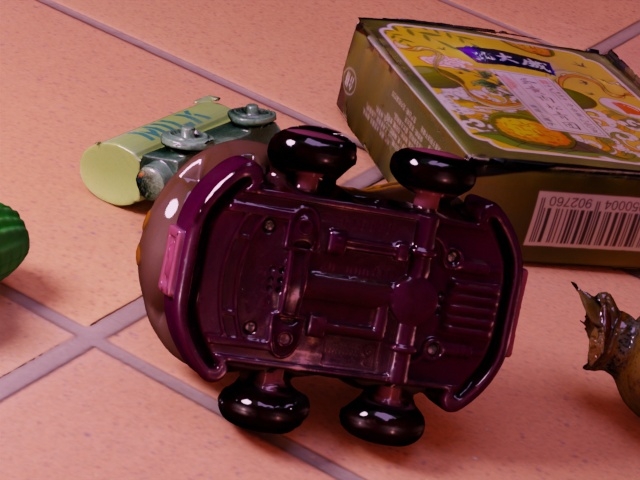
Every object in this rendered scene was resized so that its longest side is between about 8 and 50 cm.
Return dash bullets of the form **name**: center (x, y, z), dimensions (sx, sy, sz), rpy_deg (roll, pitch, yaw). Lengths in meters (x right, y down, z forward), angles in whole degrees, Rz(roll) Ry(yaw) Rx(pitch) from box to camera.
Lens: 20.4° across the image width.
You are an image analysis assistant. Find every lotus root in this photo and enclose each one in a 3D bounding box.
- **lotus root**: center (0.365, 0.125, 1.740), dimensions (0.278, 0.154, 0.154), rpy_deg (17, 25, 0)

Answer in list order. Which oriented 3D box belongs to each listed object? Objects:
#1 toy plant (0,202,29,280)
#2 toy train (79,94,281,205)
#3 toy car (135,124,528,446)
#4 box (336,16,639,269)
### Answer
- **toy plant**: center (-0.364, 0.018, 1.591), dimensions (0.154, 0.088, 0.240), rpy_deg (24, 27, 14)
- **toy train**: center (-0.150, -0.096, 1.951), dimensions (0.157, 0.105, 0.253), rpy_deg (12, 22, 27)
- **toy car**: center (-0.002, 0.030, 1.632), dimensions (0.340, 0.271, 0.240), rpy_deg (11, 6, -18)
- **box**: center (0.257, -0.120, 2.170), dimensions (0.373, 0.138, 0.420), rpy_deg (4, 27, -21)
